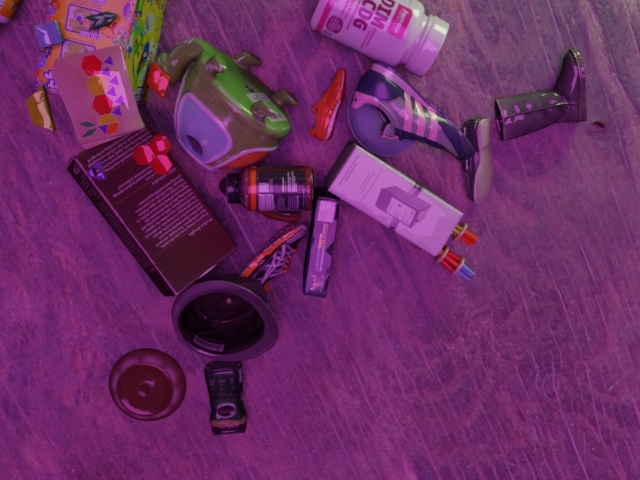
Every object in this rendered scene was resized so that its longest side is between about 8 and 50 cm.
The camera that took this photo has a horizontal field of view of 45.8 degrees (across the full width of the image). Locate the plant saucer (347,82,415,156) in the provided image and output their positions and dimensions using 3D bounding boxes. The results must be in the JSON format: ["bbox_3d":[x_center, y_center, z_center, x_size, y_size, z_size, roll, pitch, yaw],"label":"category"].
[{"bbox_3d":[0.146,-0.291,1.778,0.195,0.037,0.195,1,86,-22],"label":"plant saucer"}]

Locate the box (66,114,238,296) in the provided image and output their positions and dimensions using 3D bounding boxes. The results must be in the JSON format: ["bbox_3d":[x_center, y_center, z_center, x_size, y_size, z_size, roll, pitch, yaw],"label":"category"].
[{"bbox_3d":[-0.387,-0.075,1.750,0.191,0.143,0.381,-39,99,-23],"label":"box"}]

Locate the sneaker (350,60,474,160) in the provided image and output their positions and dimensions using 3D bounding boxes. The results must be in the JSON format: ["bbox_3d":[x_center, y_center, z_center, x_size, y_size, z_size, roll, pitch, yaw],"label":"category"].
[{"bbox_3d":[0.207,-0.264,1.737,0.319,0.112,0.131,38,91,-12],"label":"sneaker"}]

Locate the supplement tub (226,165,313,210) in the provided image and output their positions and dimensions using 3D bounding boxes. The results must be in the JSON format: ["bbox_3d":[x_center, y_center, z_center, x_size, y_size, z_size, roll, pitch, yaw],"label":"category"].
[{"bbox_3d":[-0.115,-0.120,1.736,0.198,0.106,0.106,0,102,-4],"label":"supplement tub"}]

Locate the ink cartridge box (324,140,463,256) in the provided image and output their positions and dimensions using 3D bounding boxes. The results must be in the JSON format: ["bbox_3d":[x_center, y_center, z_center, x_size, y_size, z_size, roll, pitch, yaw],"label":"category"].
[{"bbox_3d":[0.163,-0.101,1.751,0.289,0.211,0.121,32,98,-8],"label":"ink cartridge box"}]

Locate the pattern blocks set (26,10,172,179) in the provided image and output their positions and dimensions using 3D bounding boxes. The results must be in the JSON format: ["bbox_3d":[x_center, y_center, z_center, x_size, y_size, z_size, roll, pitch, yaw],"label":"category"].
[{"bbox_3d":[-0.436,-0.282,1.499,0.285,0.026,0.325,-4,103,0],"label":"pattern blocks set"}]

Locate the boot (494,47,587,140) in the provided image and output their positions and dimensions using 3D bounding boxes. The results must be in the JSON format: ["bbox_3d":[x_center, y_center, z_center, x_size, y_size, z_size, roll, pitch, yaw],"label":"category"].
[{"bbox_3d":[0.515,-0.343,1.787,0.208,0.076,0.189,-8,100,7],"label":"boot"}]

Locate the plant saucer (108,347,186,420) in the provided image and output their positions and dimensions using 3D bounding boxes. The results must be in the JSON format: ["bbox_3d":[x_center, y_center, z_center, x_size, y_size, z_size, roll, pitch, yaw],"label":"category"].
[{"bbox_3d":[-0.442,0.373,1.923,0.199,0.036,0.198,0,102,0],"label":"plant saucer"}]

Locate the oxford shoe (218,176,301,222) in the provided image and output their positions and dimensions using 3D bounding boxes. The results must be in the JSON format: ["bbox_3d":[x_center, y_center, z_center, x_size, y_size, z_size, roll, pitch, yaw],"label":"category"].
[{"bbox_3d":[-0.148,-0.090,1.820,0.212,0.076,0.076,23,63,8],"label":"oxford shoe"}]

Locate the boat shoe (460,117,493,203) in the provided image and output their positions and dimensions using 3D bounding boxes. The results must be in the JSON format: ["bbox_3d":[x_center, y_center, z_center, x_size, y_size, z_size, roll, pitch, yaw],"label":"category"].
[{"bbox_3d":[0.372,-0.192,1.824,0.065,0.075,0.206,14,112,40],"label":"boat shoe"}]

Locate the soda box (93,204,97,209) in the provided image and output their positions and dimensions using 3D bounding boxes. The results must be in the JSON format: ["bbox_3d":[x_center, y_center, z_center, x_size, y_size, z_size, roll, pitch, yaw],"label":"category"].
[{"bbox_3d":[-0.467,-0.039,1.825,0.053,0.060,0.169,-34,101,7],"label":"soda box"}]

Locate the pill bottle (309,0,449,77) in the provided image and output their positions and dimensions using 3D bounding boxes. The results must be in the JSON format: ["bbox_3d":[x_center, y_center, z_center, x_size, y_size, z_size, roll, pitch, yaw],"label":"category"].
[{"bbox_3d":[0.132,-0.487,1.696,0.283,0.160,0.160,25,100,-6],"label":"pill bottle"}]

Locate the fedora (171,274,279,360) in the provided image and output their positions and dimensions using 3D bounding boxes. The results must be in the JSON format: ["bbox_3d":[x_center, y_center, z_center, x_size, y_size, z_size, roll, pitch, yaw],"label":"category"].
[{"bbox_3d":[-0.218,0.167,1.818,0.275,0.124,0.243,-29,114,28],"label":"fedora"}]

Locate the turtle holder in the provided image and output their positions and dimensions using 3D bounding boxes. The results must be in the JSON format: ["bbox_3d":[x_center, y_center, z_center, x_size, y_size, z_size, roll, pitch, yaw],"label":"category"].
[{"bbox_3d":[-0.232,-0.299,1.688,0.320,0.243,0.227,35,116,-20],"label":"turtle holder"}]

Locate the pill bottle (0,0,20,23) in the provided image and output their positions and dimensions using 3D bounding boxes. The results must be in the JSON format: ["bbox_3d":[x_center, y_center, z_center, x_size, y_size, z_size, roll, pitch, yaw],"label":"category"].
[{"bbox_3d":[-0.722,-0.568,1.683,0.117,0.117,0.215,31,100,-7],"label":"pill bottle"}]

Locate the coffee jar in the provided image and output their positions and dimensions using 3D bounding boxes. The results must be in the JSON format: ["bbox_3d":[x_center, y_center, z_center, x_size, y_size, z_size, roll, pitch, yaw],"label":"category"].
[{"bbox_3d":[-0.237,0.399,1.910,0.096,0.079,0.184,-4,101,-3],"label":"coffee jar"}]

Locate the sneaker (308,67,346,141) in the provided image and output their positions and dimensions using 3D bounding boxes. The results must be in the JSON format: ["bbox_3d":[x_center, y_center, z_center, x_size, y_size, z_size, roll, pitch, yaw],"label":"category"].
[{"bbox_3d":[0.017,-0.322,1.779,0.067,0.064,0.175,20,98,5],"label":"sneaker"}]

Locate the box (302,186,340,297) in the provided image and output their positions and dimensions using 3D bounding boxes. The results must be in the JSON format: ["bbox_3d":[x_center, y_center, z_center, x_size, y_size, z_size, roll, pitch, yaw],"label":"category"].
[{"bbox_3d":[0.000,0.000,1.781,0.059,0.183,0.232,8,102,-2],"label":"box"}]

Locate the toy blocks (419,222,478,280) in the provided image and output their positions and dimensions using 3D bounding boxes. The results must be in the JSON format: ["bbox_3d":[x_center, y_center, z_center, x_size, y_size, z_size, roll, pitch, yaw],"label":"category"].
[{"bbox_3d":[0.336,0.019,1.857,0.148,0.054,0.123,36,99,-8],"label":"toy blocks"}]

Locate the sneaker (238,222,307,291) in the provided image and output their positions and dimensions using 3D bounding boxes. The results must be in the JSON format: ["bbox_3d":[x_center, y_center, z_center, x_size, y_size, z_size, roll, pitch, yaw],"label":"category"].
[{"bbox_3d":[-0.102,0.040,1.842,0.083,0.084,0.215,44,108,-8],"label":"sneaker"}]

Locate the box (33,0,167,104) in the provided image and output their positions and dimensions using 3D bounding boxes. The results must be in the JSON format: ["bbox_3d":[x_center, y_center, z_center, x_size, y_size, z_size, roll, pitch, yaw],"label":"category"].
[{"bbox_3d":[-0.459,-0.441,1.626,0.177,0.290,0.279,13,101,-4],"label":"box"}]
